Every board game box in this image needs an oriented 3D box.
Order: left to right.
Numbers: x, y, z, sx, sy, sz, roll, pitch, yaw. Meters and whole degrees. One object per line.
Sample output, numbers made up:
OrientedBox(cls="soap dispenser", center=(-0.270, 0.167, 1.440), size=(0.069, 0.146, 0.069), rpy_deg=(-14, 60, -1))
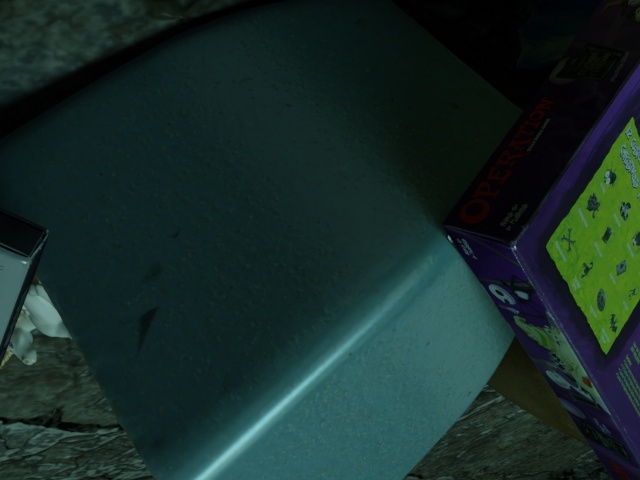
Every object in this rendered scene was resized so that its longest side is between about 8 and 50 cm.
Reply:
OrientedBox(cls="board game box", center=(0.211, 0.024, 0.483), size=(0.208, 0.056, 0.347), rpy_deg=(-50, 129, -13))

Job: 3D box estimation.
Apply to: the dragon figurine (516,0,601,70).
OrientedBox(cls="dragon figurine", center=(0.138, -0.160, 0.485), size=(0.289, 0.085, 0.144), rpy_deg=(-21, 150, -6))

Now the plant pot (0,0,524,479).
OrientedBox(cls="plant pot", center=(0.000, 0.000, 0.514), size=(0.252, 0.247, 0.248), rpy_deg=(-40, 150, -2))

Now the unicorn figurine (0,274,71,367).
OrientedBox(cls="unicorn figurine", center=(-0.200, 0.050, 0.610), size=(0.060, 0.111, 0.162), rpy_deg=(-48, 149, -48))

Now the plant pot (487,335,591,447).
OrientedBox(cls="plant pot", center=(0.196, 0.048, 0.702), size=(0.237, 0.237, 0.254), rpy_deg=(-7, -178, -27))

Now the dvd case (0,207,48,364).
OrientedBox(cls="dvd case", center=(-0.270, 0.005, 0.408), size=(0.239, 0.029, 0.179), rpy_deg=(26, 132, -11))
